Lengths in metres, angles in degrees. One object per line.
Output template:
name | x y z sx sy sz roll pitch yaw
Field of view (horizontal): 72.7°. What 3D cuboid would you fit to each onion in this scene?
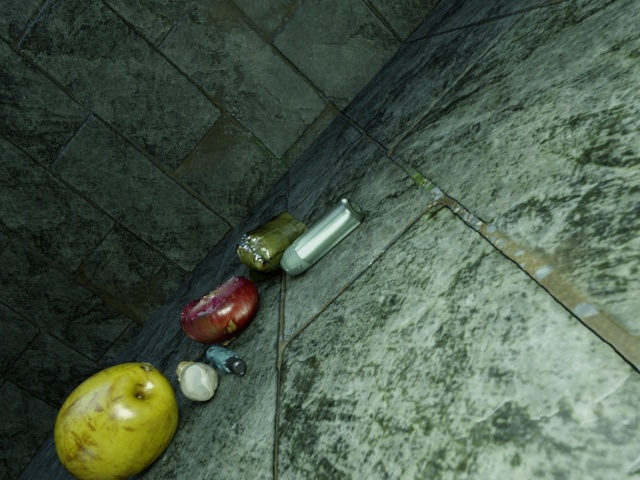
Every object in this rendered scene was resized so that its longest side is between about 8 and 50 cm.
onion | -0.278 0.201 1.239 0.248 0.161 0.248 -33 27 20

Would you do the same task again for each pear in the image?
pear | -0.486 0.434 1.059 0.280 0.280 0.281 -44 18 17

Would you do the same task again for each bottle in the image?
bottle | 0.000 0.000 1.115 0.253 0.079 0.096 -40 31 23

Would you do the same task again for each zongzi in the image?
zongzi | -0.186 0.072 1.282 0.300 0.138 0.286 -50 -5 25

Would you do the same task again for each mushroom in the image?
mushroom | -0.315 0.353 1.102 0.212 0.097 0.088 -14 49 63

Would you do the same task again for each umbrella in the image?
umbrella | -0.241 0.301 1.103 0.052 0.053 0.250 -55 17 -21

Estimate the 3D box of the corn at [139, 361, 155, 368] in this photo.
corn | -0.676 0.527 1.653 0.087 0.087 0.211 -52 16 -9
